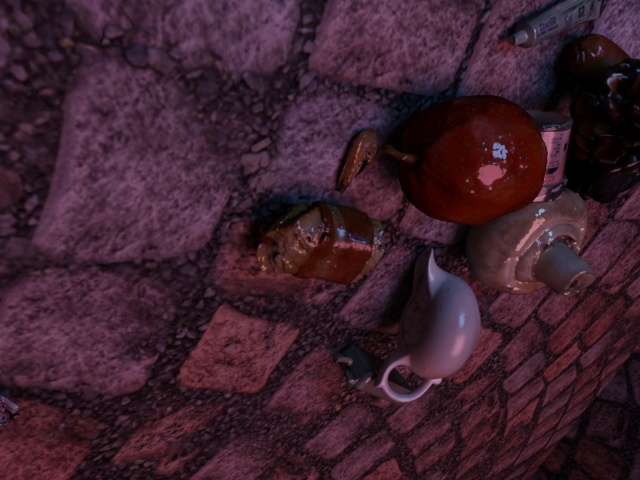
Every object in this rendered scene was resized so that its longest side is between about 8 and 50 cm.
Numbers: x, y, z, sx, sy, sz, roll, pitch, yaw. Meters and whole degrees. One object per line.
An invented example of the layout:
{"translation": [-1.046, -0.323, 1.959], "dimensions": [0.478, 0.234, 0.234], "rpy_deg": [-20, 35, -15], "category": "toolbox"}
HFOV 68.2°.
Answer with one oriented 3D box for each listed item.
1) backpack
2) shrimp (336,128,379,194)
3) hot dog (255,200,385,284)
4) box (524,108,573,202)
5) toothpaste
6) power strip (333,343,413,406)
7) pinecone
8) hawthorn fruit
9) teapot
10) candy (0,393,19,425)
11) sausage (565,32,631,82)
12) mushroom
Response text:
{"translation": [0.602, -0.187, 0.957], "dimensions": [0.133, 0.206, 0.258], "rpy_deg": [26, 126, 1], "category": "backpack"}
{"translation": [0.059, -0.118, 0.718], "dimensions": [0.059, 0.023, 0.108], "rpy_deg": [-5, 126, -45], "category": "shrimp"}
{"translation": [0.000, 0.000, 0.717], "dimensions": [0.213, 0.103, 0.146], "rpy_deg": [17, 133, -34], "category": "hot dog"}
{"translation": [0.357, -0.154, 0.822], "dimensions": [0.151, 0.151, 0.135], "rpy_deg": [-16, 124, -26], "category": "box"}
{"translation": [0.380, -0.355, 0.756], "dimensions": [0.218, 0.041, 0.064], "rpy_deg": [-30, 131, -19], "category": "toothpaste"}
{"translation": [0.114, 0.295, 1.037], "dimensions": [0.053, 0.093, 0.288], "rpy_deg": [-45, 138, 5], "category": "power strip"}
{"translation": [0.504, -0.197, 0.769], "dimensions": [0.204, 0.179, 0.184], "rpy_deg": [-42, 132, -56], "category": "pinecone"}
{"translation": [0.203, -0.118, 0.704], "dimensions": [0.253, 0.205, 0.205], "rpy_deg": [-7, 127, -22], "category": "hawthorn fruit"}
{"translation": [0.213, 0.182, 0.939], "dimensions": [0.165, 0.208, 0.300], "rpy_deg": [29, 84, -22], "category": "teapot"}
{"translation": [-0.495, 0.268, 0.594], "dimensions": [0.226, 0.051, 0.094], "rpy_deg": [-36, 134, -7], "category": "candy"}
{"translation": [0.510, -0.316, 0.855], "dimensions": [0.197, 0.076, 0.076], "rpy_deg": [8, 118, -39], "category": "sausage"}
{"translation": [0.433, 0.009, 0.941], "dimensions": [0.260, 0.234, 0.254], "rpy_deg": [-43, 134, 1], "category": "mushroom"}
